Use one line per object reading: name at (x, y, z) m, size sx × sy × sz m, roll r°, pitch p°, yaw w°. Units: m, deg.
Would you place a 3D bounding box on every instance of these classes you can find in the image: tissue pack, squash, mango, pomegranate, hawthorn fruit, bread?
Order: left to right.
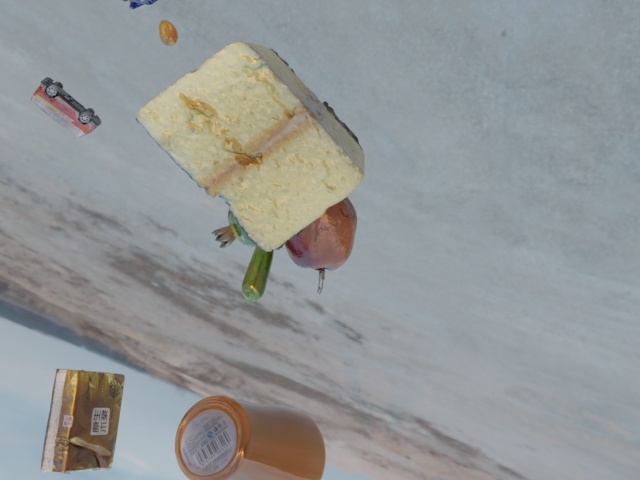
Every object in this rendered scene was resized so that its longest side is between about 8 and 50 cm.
tissue pack at (-0.541, 0.412, 1.542) m, size 0.091 × 0.226 × 0.183 m, roll -3°, pitch 165°, yaw 21°
mango at (-0.478, -0.649, 2.102) m, size 0.089 × 0.060 × 0.046 m, roll 61°, pitch -167°, yaw 12°
pomegranate at (-0.246, -0.053, 2.215) m, size 0.187 × 0.225 × 0.187 m, roll 51°, pitch 160°, yaw 27°
squash at (-0.169, 0.072, 1.855) m, size 0.066 × 0.201 × 0.066 m, roll 12°, pitch 163°, yaw 4°
bread at (-0.090, -0.188, 1.216) m, size 0.346 × 0.242 × 0.405 m, roll 51°, pitch -171°, yaw -15°
hawthorn fruit at (0.000, 0.000, 1.856) m, size 0.211 × 0.299 × 0.211 m, roll -4°, pitch -176°, yaw 0°

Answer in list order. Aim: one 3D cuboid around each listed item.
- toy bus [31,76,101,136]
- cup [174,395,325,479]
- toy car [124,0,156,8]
toy bus at (-0.657, -0.339, 1.742) m, size 0.174 × 0.077 × 0.079 m, roll 41°, pitch -168°, yaw -21°
cup at (-0.118, 0.367, 1.101) m, size 0.182 × 0.226 × 0.264 m, roll -4°, pitch 155°, yaw 24°
toy car at (-0.424, -0.678, 1.577) m, size 0.158 × 0.172 × 0.235 m, roll 28°, pitch 153°, yaw 56°
